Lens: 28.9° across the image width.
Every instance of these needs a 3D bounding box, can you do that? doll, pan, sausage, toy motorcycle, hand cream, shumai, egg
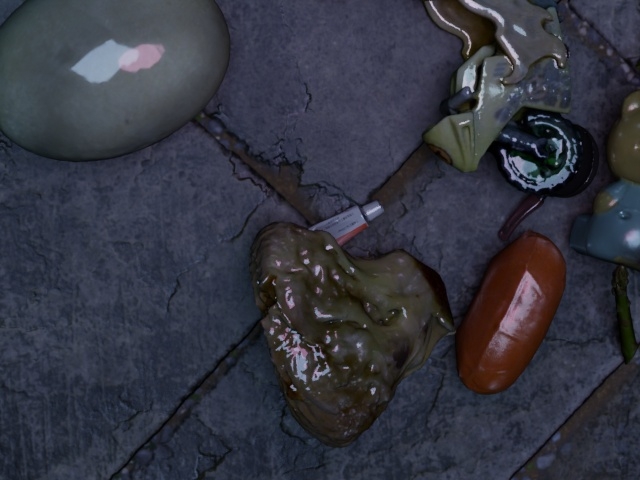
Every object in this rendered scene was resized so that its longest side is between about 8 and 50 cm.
[{"bbox_3d":[0.493,-0.083,1.851,0.177,0.161,0.261,17,92,-13],"label":"doll"},{"bbox_3d":[0.344,-0.081,1.889,0.040,0.115,0.212,12,119,-46],"label":"pan"},{"bbox_3d":[0.287,0.112,1.875,0.133,0.133,0.258,26,93,-6],"label":"sausage"},{"bbox_3d":[0.254,-0.267,1.818,0.237,0.169,0.410,-4,87,-11],"label":"toy motorcycle"},{"bbox_3d":[0.000,0.001,1.892,0.216,0.038,0.052,-29,73,5],"label":"hand cream"},{"bbox_3d":[0.059,0.118,1.813,0.283,0.217,0.346,-14,94,-2],"label":"shumai"},{"bbox_3d":[-0.298,-0.247,1.733,0.352,0.258,0.258,-16,97,-3],"label":"egg"}]

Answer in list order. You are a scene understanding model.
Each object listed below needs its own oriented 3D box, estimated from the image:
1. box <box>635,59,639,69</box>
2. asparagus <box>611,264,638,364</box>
[{"bbox_3d":[0.651,-0.353,1.896,0.187,0.047,0.335,33,93,-7],"label":"box"},{"bbox_3d":[0.458,0.107,1.878,0.027,0.034,0.236,-22,135,-2],"label":"asparagus"}]
